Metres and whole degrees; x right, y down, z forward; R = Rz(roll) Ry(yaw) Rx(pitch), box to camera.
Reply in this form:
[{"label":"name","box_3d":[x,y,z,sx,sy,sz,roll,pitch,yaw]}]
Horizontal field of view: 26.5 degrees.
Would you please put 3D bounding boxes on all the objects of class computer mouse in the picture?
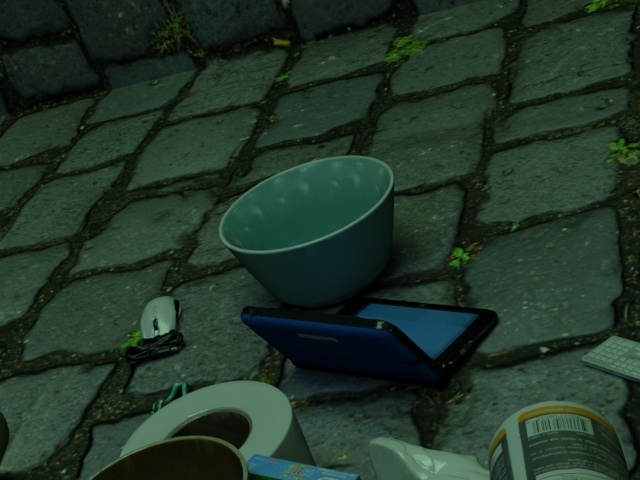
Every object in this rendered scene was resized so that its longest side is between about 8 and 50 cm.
[{"label":"computer mouse","box_3d":[-0.288,0.145,2.388,0.106,0.042,0.193,-18,27,7]}]

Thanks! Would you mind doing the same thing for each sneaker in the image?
[{"label":"sneaker","box_3d":[0.157,0.301,1.762,0.094,0.080,0.212,-26,31,-37]},{"label":"sneaker","box_3d":[-0.240,0.278,2.065,0.065,0.076,0.166,-2,32,34]}]

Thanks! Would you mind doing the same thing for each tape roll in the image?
[{"label":"tape roll","box_3d":[-0.125,0.324,1.794,0.246,0.169,0.246,-17,27,9]}]

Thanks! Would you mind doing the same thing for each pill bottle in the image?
[{"label":"pill bottle","box_3d":[0.278,0.318,1.528,0.162,0.162,0.278,-16,28,10]}]

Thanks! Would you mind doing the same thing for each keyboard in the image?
[{"label":"keyboard","box_3d":[0.469,0.175,1.825,0.072,0.014,0.256,-35,30,-27]}]

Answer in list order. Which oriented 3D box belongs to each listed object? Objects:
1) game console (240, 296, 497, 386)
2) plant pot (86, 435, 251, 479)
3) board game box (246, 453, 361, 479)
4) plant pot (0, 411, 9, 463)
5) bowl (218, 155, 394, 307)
[{"label":"game console","box_3d":[0.074,0.113,2.062,0.293,0.250,0.173,3,61,39]},{"label":"plant pot","box_3d":[-0.155,0.399,1.577,0.237,0.254,0.237,-16,27,8]},{"label":"board game box","box_3d":[0.002,0.356,1.592,0.160,0.211,0.039,3,31,40]},{"label":"plant pot","box_3d":[-0.606,0.380,1.986,0.256,0.256,0.274,-14,43,13]},{"label":"bowl","box_3d":[0.000,0.000,2.323,0.311,0.163,0.311,-17,26,9]}]
